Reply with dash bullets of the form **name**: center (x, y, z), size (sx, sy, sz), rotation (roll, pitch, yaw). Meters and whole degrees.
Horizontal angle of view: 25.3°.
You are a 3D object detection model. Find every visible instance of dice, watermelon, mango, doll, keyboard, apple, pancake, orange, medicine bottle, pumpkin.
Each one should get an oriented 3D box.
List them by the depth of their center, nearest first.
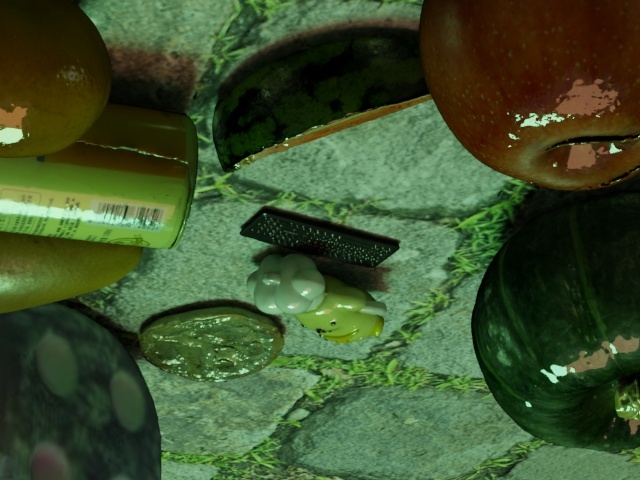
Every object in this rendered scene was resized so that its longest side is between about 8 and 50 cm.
- **apple**: center (0.174, -0.128, 0.986), size (0.210, 0.173, 0.235), rotation (-16, 150, 23)
- **orange**: center (-0.224, -0.124, 0.994), size (0.156, 0.156, 0.124), rotation (4, 107, -12)
- **medicine bottle**: center (-0.222, -0.062, 1.125), size (0.239, 0.124, 0.124), rotation (8, 149, -19)
- **watermelon**: center (0.010, -0.108, 1.134), size (0.245, 0.063, 0.119), rotation (-20, 165, 19)
- **mango**: center (-0.282, 0.007, 1.257), size (0.253, 0.113, 0.138), rotation (1, 148, -21)
- **pumpkin**: center (0.293, 0.083, 1.340), size (0.300, 0.207, 0.300), rotation (-5, 143, -4)
- **keyboard**: center (0.000, 0.000, 1.368), size (0.155, 0.010, 0.053), rotation (14, 148, -28)
- **doll**: center (-0.004, 0.060, 1.420), size (0.106, 0.062, 0.162), rotation (-8, 154, 37)
- **dice**: center (-0.343, 0.229, 1.483), size (0.270, 0.271, 0.270), rotation (-17, 148, 25)
- **pancake**: center (-0.117, 0.110, 1.541), size (0.158, 0.028, 0.158), rotation (-2, 148, -1)
